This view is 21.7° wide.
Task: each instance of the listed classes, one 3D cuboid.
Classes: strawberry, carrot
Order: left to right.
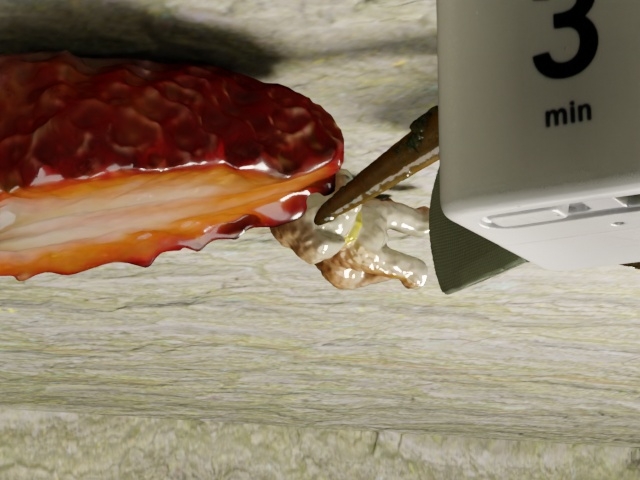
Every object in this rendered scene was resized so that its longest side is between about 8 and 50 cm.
[{"bbox_3d":[-0.153,-0.078,1.319,0.336,0.149,0.265,-8,162,-13],"label":"strawberry"},{"bbox_3d":[0.088,-0.080,1.316,0.254,0.049,0.049,-36,149,25],"label":"carrot"}]

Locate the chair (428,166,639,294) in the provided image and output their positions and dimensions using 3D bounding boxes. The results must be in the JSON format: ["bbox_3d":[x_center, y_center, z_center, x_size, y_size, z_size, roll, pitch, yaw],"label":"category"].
[{"bbox_3d":[0.237,-0.048,1.377,0.186,0.160,0.319,7,162,-19],"label":"chair"}]

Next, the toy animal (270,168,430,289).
[{"bbox_3d":[-0.009,-0.010,1.645,0.183,0.104,0.185,-2,172,37],"label":"toy animal"}]

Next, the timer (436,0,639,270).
[{"bbox_3d":[0.198,-0.099,1.099,0.192,0.195,0.194,-8,163,29],"label":"timer"}]
